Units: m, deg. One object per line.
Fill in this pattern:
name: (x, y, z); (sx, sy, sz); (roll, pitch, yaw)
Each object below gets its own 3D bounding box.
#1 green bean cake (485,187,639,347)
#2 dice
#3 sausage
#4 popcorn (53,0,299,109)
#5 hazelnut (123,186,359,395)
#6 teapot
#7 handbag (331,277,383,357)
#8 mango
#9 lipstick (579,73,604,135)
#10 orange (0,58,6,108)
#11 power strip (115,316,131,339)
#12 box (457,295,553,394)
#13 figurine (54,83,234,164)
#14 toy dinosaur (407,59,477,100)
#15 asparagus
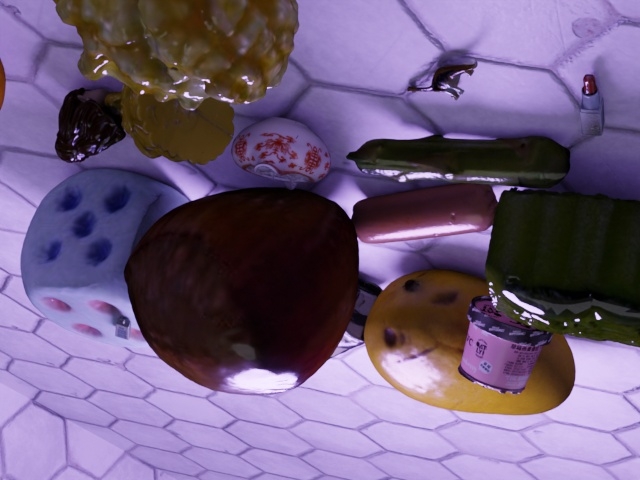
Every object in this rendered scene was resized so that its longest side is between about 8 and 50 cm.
green bean cake: (0.426, 0.063, 1.937); (0.319, 0.218, 0.335); (9, 166, 21)
dice: (-0.386, 0.037, 2.331); (0.263, 0.264, 0.268); (2, 152, 27)
sausage: (0.173, -0.045, 2.061); (0.289, 0.086, 0.086); (-6, 147, 41)
popcorn: (-0.186, -0.297, 1.528); (0.336, 0.279, 0.274); (11, 118, -31)
hazelnut: (-0.120, 0.075, 2.104); (0.421, 0.421, 0.352); (-18, 107, 49)
teapot: (-0.060, -0.135, 1.976); (0.159, 0.116, 0.245); (-4, 168, 14)
handbag: (-0.087, 0.128, 2.487); (0.327, 0.162, 0.325); (33, 147, -17)
mango: (0.296, 0.216, 2.349); (0.445, 0.220, 0.301); (29, 128, -18)
lipstick: (0.377, -0.194, 1.707); (0.030, 0.030, 0.129); (7, 154, 18)
orange: (-0.618, -0.250, 1.931); (0.240, 0.240, 0.240); (13, 154, 6)
power strip: (-0.361, 0.160, 2.241); (0.027, 0.017, 0.083); (15, 156, -2)
box: (0.317, 0.185, 2.139); (0.151, 0.135, 0.151); (14, -162, -5)
figurine: (-0.310, -0.207, 1.969); (0.187, 0.168, 0.315); (1, -179, -44)
toy dinosaur: (0.189, -0.226, 1.741); (0.058, 0.037, 0.180); (22, 155, -23)
asparagus: (0.212, -0.122, 1.878); (0.343, 0.085, 0.082); (2, 109, 18)
